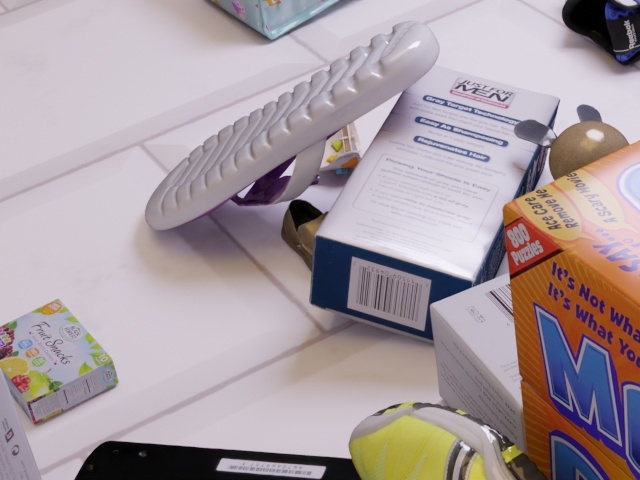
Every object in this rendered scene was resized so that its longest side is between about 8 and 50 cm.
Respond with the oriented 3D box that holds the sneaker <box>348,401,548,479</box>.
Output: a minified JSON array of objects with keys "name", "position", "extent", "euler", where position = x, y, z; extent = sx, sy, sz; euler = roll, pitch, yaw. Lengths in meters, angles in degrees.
[{"name":"sneaker","position":[0.132,0.270,1.221],"extent":[0.147,0.145,0.384],"euler":[-29,49,-22]}]

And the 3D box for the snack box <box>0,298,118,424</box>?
[{"name":"snack box","position":[-0.288,0.126,1.663],"extent":[0.100,0.037,0.141],"euler":[-26,38,-22]}]

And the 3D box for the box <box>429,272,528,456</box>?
[{"name":"box","position":[0.223,0.118,1.468],"extent":[0.181,0.119,0.182],"euler":[-21,37,-15]}]

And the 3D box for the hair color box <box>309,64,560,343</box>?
[{"name":"hair color box","position":[0.129,-0.047,1.709],"extent":[0.173,0.105,0.347],"euler":[17,42,13]}]

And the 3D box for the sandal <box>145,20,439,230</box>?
[{"name":"sandal","position":[-0.030,-0.099,1.782],"extent":[0.416,0.102,0.169],"euler":[-30,20,27]}]

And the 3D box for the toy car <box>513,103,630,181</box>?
[{"name":"toy car","position":[0.282,-0.064,1.644],"extent":[0.155,0.149,0.188],"euler":[-15,54,-20]}]

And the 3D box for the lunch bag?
[{"name":"lunch bag","position":[-0.036,-0.428,2.267],"extent":[0.262,0.160,0.223],"euler":[-32,39,-18]}]

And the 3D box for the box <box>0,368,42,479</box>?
[{"name":"box","position":[-0.445,0.259,1.407],"extent":[0.215,0.168,0.345],"euler":[10,41,26]}]

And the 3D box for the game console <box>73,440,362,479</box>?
[{"name":"game console","position":[-0.079,0.304,1.357],"extent":[0.386,0.060,0.342],"euler":[2,31,16]}]

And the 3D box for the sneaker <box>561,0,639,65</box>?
[{"name":"sneaker","position":[0.445,-0.299,2.002],"extent":[0.315,0.127,0.182],"euler":[-1,40,26]}]

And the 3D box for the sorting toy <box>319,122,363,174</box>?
[{"name":"sorting toy","position":[0.011,-0.103,1.903],"extent":[0.075,0.045,0.083],"euler":[-15,35,6]}]

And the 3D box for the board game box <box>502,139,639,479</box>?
[{"name":"board game box","position":[0.398,0.122,1.212],"extent":[0.356,0.356,0.356],"euler":[-24,38,-19]}]

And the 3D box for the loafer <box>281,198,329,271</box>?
[{"name":"loafer","position":[0.000,0.000,1.751],"extent":[0.056,0.050,0.148],"euler":[-30,39,-24]}]
